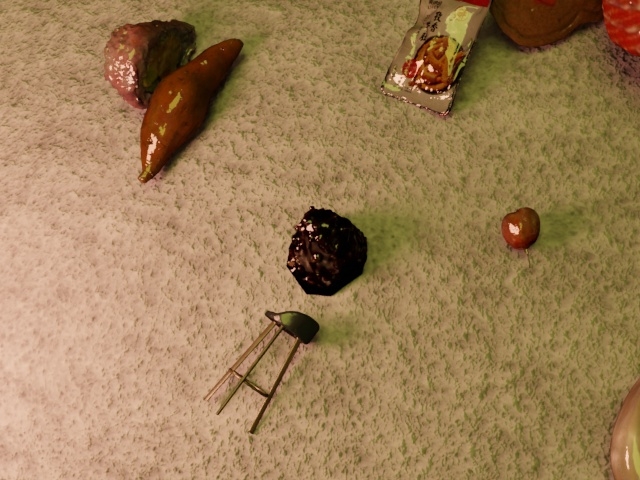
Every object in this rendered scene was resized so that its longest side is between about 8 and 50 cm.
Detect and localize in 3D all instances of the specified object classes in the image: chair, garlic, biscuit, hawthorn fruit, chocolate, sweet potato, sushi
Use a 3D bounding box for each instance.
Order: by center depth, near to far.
[{"bbox_3d":[0.499,0.274,1.073,0.143,0.112,0.318,34,71,0],"label":"garlic"},{"bbox_3d":[-0.102,0.204,1.251,0.095,0.104,0.221,32,80,40],"label":"chair"},{"bbox_3d":[0.346,-0.003,1.251,0.066,0.067,0.103,-16,78,6],"label":"hawthorn fruit"},{"bbox_3d":[0.000,0.000,1.288,0.156,0.133,0.156,-5,65,12],"label":"chocolate"},{"bbox_3d":[0.420,-0.505,1.363,0.257,0.049,0.273,-16,106,1],"label":"biscuit"},{"bbox_3d":[-0.279,-0.273,1.477,0.112,0.112,0.359,21,78,20],"label":"sweet potato"},{"bbox_3d":[-0.351,-0.387,1.508,0.107,0.161,0.241,16,73,20],"label":"sushi"}]

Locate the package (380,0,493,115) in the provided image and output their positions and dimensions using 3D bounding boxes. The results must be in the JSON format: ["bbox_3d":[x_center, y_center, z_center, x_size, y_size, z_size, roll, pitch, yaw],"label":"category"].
[{"bbox_3d":[0.220,-0.369,1.399,0.154,0.030,0.239,26,98,30],"label":"package"}]

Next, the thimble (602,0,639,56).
[{"bbox_3d":[0.626,-0.450,1.212,0.350,0.231,0.350,-11,34,8],"label":"thimble"}]
